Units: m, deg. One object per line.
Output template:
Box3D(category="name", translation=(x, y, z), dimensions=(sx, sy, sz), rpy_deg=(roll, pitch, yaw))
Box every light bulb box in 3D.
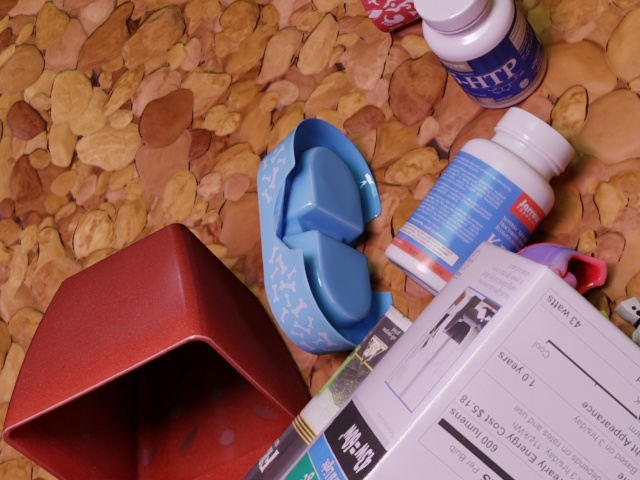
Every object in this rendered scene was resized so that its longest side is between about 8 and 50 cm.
Box3D(category="light bulb box", translation=(0.182, 0.254, 1.202), dimensions=(0.361, 0.358, 0.225), rpy_deg=(-49, 8, 0))

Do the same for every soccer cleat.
Box3D(category="soccer cleat", translation=(0.211, 0.057, 1.399), dimensions=(0.095, 0.248, 0.083), rpy_deg=(2, 105, 34))

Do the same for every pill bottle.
Box3D(category="pill bottle", translation=(0.184, -0.244, 1.580), dimensions=(0.112, 0.187, 0.112), rpy_deg=(-14, 60, 25))
Box3D(category="pill bottle", translation=(0.184, -0.036, 1.516), dimensions=(0.124, 0.124, 0.221), rpy_deg=(35, 88, 38))

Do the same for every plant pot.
Box3D(category="plant pot", translation=(-0.180, 0.144, 1.572), dimensions=(0.267, 0.267, 0.235), rpy_deg=(-27, 43, 17))

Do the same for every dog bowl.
Box3D(category="dog bowl", translation=(0.000, 0.000, 1.590), dimensions=(0.074, 0.166, 0.297), rpy_deg=(-25, 56, 32))

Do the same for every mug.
Box3D(category="mug", translation=(0.143, -0.342, 1.725), dimensions=(0.169, 0.150, 0.113), rpy_deg=(-24, 93, 23))

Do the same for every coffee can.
Box3D(category="coffee can", translation=(0.061, 0.234, 1.404), dimensions=(0.275, 0.201, 0.201), rpy_deg=(-49, 52, -1))

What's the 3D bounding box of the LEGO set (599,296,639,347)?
Box3D(category="LEGO set", translation=(0.270, 0.137, 1.388), dimensions=(0.227, 0.087, 0.093), rpy_deg=(-18, 65, -20))
